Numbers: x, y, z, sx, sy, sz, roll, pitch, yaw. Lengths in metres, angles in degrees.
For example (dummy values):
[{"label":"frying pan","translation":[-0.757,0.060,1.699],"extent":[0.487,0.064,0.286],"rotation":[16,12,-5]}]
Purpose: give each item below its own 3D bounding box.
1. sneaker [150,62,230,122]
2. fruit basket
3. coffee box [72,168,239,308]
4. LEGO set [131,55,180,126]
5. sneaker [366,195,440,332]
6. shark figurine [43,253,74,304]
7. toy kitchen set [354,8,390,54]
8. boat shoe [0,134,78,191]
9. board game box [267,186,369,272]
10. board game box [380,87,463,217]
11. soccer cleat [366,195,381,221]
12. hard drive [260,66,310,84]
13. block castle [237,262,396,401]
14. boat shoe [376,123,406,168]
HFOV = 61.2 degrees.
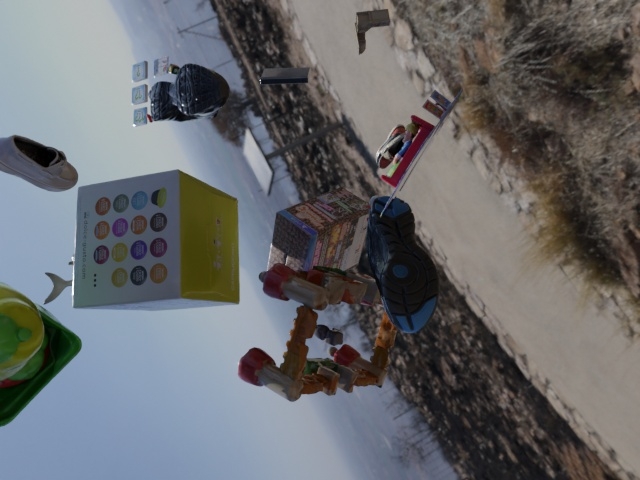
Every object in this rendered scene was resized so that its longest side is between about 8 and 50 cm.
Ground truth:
[{"label":"sneaker","translation":[-0.269,-0.317,1.198],"extent":[0.286,0.130,0.109],"rotation":[9,97,49]},{"label":"fruit basket","translation":[-0.641,0.181,0.993],"extent":[0.392,0.283,0.392],"rotation":[43,173,6]},{"label":"coffee box","translation":[-0.449,0.022,1.549],"extent":[0.338,0.334,0.338],"rotation":[27,-122,-69]},{"label":"LEGO set","translation":[-0.477,-0.420,1.510],"extent":[0.244,0.060,0.183],"rotation":[4,94,42]},{"label":"sneaker","translation":[0.175,0.064,1.201],"extent":[0.140,0.124,0.341],"rotation":[101,169,-50]},{"label":"shark figurine","translation":[-0.777,0.133,1.771],"extent":[0.278,0.166,0.116],"rotation":[-100,22,-71]},{"label":"toy kitchen set","translation":[0.118,-0.465,1.230],"extent":[0.083,0.075,0.068],"rotation":[82,-178,-70]},{"label":"boat shoe","translation":[-0.468,-0.134,0.916],"extent":[0.184,0.063,0.066],"rotation":[39,-145,-66]},{"label":"board game box","translation":[0.000,0.000,1.649],"extent":[0.141,0.291,0.232],"rotation":[35,129,29]},{"label":"board game box","translation":[0.101,-0.104,0.619],"extent":[0.033,0.169,0.133],"rotation":[33,146,7]},{"label":"soccer cleat","translation":[0.181,-0.028,1.477],"extent":[0.068,0.076,0.197],"rotation":[-16,89,56]},{"label":"hard drive","translation":[-0.100,-0.471,1.550],"extent":[0.094,0.135,0.022],"rotation":[-85,-7,-56]},{"label":"block castle","translation":[0.012,0.223,1.395],"extent":[0.212,0.303,0.453],"rotation":[19,-175,39]},{"label":"boat shoe","translation":[0.179,-0.226,1.355],"extent":[0.137,0.049,0.043],"rotation":[119,144,-46]}]
